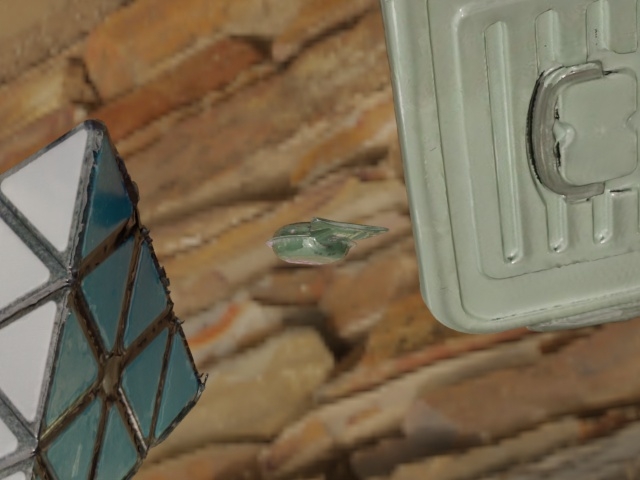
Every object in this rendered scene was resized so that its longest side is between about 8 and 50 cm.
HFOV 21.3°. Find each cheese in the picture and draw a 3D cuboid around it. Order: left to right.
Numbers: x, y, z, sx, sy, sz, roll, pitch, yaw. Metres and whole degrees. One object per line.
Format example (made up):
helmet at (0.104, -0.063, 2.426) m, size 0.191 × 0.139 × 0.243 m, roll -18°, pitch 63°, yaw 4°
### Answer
cheese at (0.000, 0.000, 1.252) m, size 0.067 × 0.026 × 0.120 m, roll 6°, pitch 169°, yaw -23°

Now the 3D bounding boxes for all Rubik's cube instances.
Rubik's cube at (-0.198, 0.079, 1.155) m, size 0.229 × 0.233 × 0.228 m, roll 57°, pitch 163°, yaw -8°

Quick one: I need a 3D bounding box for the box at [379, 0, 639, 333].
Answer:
box at (0.102, -0.089, 0.732) m, size 0.163 × 0.135 × 0.243 m, roll -13°, pitch 136°, yaw -1°
